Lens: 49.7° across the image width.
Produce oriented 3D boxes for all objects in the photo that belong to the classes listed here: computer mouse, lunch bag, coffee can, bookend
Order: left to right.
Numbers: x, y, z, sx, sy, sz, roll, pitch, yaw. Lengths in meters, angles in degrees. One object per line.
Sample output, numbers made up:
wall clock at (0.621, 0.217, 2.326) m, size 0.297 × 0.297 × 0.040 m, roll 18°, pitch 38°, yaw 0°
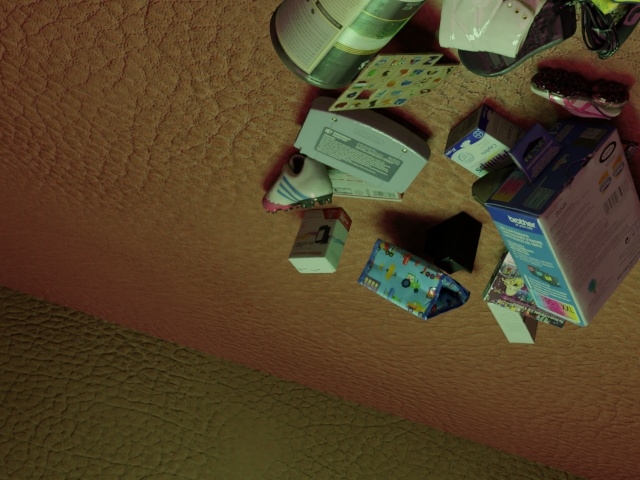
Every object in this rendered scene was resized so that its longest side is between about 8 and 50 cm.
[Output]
coffee can at (0.056, -0.427, 1.224) m, size 0.201 × 0.201 × 0.275 m, roll 29°, pitch 148°, yaw -16°
lunch bag at (0.279, 0.112, 1.919) m, size 0.221 × 0.138 × 0.293 m, roll 29°, pitch -171°, yaw 29°
bookend at (0.339, 0.027, 1.836) m, size 0.072 × 0.157 × 0.156 m, roll 31°, pitch 147°, yaw -18°
computer mouse at (0.377, -0.381, 1.233) m, size 0.272 × 0.072 × 0.188 m, roll -16°, pitch 110°, yaw 39°

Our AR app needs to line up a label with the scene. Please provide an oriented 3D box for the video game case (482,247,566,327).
video game case at (0.580, 0.106, 1.836) m, size 0.232 × 0.042 × 0.210 m, roll 19°, pitch 115°, yaw 0°

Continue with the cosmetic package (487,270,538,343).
cosmetic package at (0.567, 0.196, 2.018) m, size 0.085 × 0.117 × 0.231 m, roll -3°, pitch 144°, yaw 35°

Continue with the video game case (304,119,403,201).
video game case at (0.089, -0.202, 1.740) m, size 0.204 × 0.025 × 0.285 m, roll 7°, pitch 147°, yaw 21°

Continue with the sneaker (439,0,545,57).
sneaker at (0.293, -0.438, 1.126) m, size 0.169 × 0.108 × 0.292 m, roll 19°, pitch 142°, yaw 20°

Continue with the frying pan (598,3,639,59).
frying pan at (0.569, -0.419, 1.096) m, size 0.197 × 0.053 × 0.326 m, roll 10°, pitch 149°, yaw 19°

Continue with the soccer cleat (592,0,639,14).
soccer cleat at (0.427, -0.415, 1.066) m, size 0.289 × 0.093 × 0.121 m, roll 30°, pitch 138°, yaw 23°

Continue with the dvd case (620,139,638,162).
dvd case at (0.603, -0.191, 1.479) m, size 0.119 × 0.013 × 0.087 m, roll 15°, pitch 149°, yaw 6°

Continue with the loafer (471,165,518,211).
loafer at (0.478, -0.073, 1.588) m, size 0.366 × 0.133 × 0.130 m, roll 32°, pitch 167°, yaw -37°

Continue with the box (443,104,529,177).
box at (0.367, -0.210, 1.524) m, size 0.137 × 0.072 × 0.126 m, roll 28°, pitch 149°, yaw -15°

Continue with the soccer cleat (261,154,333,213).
soccer cleat at (-0.066, -0.153, 1.847) m, size 0.116 × 0.143 × 0.331 m, roll -13°, pitch -176°, yaw -29°

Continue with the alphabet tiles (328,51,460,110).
alphabet tiles at (0.158, -0.319, 1.385) m, size 0.237 × 0.009 × 0.198 m, roll -11°, pitch 165°, yaw -33°

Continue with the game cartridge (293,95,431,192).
game cartridge at (0.098, -0.224, 1.624) m, size 0.297 × 0.062 × 0.198 m, roll 23°, pitch 145°, yaw -6°

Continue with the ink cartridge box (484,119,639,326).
ink cartridge box at (0.515, -0.059, 1.433) m, size 0.151 × 0.270 × 0.395 m, roll 23°, pitch 154°, yaw 51°

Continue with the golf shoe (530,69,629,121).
golf shoe at (0.497, -0.275, 1.351) m, size 0.186 × 0.067 × 0.086 m, roll 16°, pitch 151°, yaw 5°

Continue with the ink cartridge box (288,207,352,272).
ink cartridge box at (0.000, 0.000, 1.965) m, size 0.127 × 0.175 × 0.072 m, roll -3°, pitch 143°, yaw 32°
